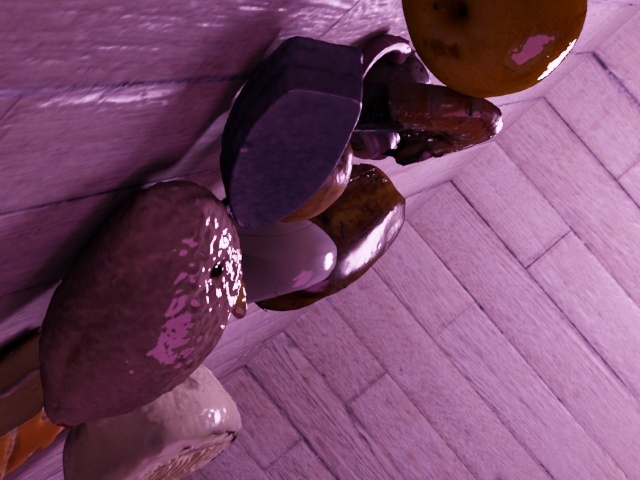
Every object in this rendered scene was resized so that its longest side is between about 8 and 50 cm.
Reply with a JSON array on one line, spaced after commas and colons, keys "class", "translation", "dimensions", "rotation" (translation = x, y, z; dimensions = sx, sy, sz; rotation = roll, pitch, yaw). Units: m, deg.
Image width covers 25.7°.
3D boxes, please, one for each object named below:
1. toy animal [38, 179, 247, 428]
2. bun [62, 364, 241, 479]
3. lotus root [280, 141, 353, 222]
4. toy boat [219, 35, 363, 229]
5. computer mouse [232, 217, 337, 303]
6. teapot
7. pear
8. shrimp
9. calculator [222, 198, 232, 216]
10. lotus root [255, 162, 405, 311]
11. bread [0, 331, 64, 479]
[{"class": "toy animal", "translation": [-0.204, 0.080, 1.624], "dimensions": [0.358, 0.188, 0.226], "rotation": [-51, 166, 23]}, {"class": "bun", "translation": [-0.332, 0.354, 2.661], "dimensions": [0.359, 0.211, 0.360], "rotation": [-30, 165, -9]}, {"class": "lotus root", "translation": [-0.033, -0.082, 1.814], "dimensions": [0.221, 0.125, 0.118], "rotation": [-50, -163, 57]}, {"class": "toy boat", "translation": [-0.041, -0.110, 1.552], "dimensions": [0.127, 0.078, 0.283], "rotation": [5, 144, -21]}, {"class": "computer mouse", "translation": [-0.126, 0.032, 1.928], "dimensions": [0.296, 0.121, 0.184], "rotation": [-13, -172, 20]}, {"class": "teapot", "translation": [0.069, -0.196, 1.810], "dimensions": [0.116, 0.148, 0.146], "rotation": [11, -126, 50]}, {"class": "pear", "translation": [0.193, -0.261, 1.530], "dimensions": [0.209, 0.209, 0.209], "rotation": [-39, 173, -6]}, {"class": "shrimp", "translation": [0.068, -0.136, 1.665], "dimensions": [0.290, 0.054, 0.222], "rotation": [1, 168, 1]}, {"class": "calculator", "translation": [-0.119, -0.050, 1.979], "dimensions": [0.141, 0.019, 0.094], "rotation": [-36, 170, -26]}, {"class": "lotus root", "translation": [0.000, 0.000, 2.261], "dimensions": [0.397, 0.179, 0.196], "rotation": [-33, 168, -50]}, {"class": "bread", "translation": [-0.416, 0.232, 1.799], "dimensions": [0.239, 0.111, 0.246], "rotation": [-37, 172, -31]}]
